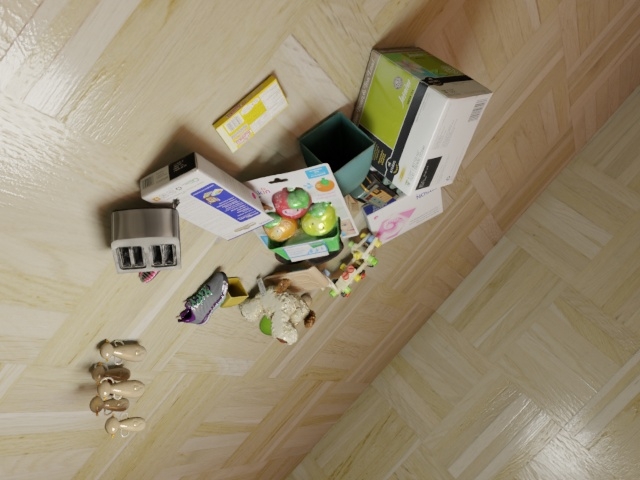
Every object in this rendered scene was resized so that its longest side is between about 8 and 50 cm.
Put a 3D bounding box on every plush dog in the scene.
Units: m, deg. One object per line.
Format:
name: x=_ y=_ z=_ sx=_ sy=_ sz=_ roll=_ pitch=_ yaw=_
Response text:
plush dog: x=-0.134 y=0.244 z=1.951 sx=0.211 sy=0.262 sz=0.225 roll=-64 pitch=155 yaw=1

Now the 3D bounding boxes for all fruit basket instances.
fruit basket: x=-0.079 y=-0.076 z=1.599 sx=0.326 sy=0.166 sz=0.353 roll=-11 pitch=149 yaw=13

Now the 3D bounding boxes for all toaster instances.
toaster: x=-0.436 y=-0.002 z=1.331 sx=0.167 sy=0.110 sz=0.186 roll=-4 pitch=142 yaw=-16

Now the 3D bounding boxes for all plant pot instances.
plant pot: x=-0.313 y=0.186 z=1.799 sx=0.081 sy=0.081 sz=0.083 roll=-1 pitch=140 yaw=-50
plant pot: x=0.057 y=-0.241 z=1.662 sx=0.165 sy=0.166 sz=0.234 roll=-38 pitch=156 yaw=-13

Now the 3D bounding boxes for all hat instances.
hat: x=0.000 y=0.000 z=1.901 sx=0.331 sy=0.134 sz=0.331 roll=-30 pitch=145 yaw=-24

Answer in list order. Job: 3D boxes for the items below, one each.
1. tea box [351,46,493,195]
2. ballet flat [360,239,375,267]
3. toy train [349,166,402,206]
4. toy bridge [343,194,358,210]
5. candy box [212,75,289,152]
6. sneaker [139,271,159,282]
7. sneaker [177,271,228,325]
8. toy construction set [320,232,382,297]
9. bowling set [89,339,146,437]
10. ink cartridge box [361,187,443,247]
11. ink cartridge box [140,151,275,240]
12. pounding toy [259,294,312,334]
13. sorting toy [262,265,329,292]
tea box: x=0.286 y=-0.372 z=1.617 sx=0.219 sy=0.323 sz=0.329 roll=-19 pitch=141 yaw=-36
ballet flat: x=0.215 y=0.057 z=2.292 sx=0.070 sy=0.070 sz=0.188 roll=-37 pitch=148 yaw=-15
toy train: x=0.209 y=-0.212 z=1.892 sx=0.190 sy=0.142 sz=0.334 roll=-39 pitch=161 yaw=15
toy bridge: x=0.089 y=-0.138 z=1.912 sx=0.188 sy=0.026 sz=0.063 roll=-4 pitch=89 yaw=-62
candy box: x=-0.181 y=-0.333 z=1.392 sx=0.206 sy=0.027 sz=0.105 roll=-42 pitch=152 yaw=-6
sneaker: x=-0.470 y=0.078 z=1.519 sx=0.119 sy=0.047 sz=0.057 roll=-46 pitch=161 yaw=4
sneaker: x=-0.383 y=0.195 z=1.721 sx=0.098 sy=0.083 sz=0.224 roll=7 pitch=123 yaw=-47
toy construction set: x=0.111 y=0.117 z=2.151 sx=0.327 sy=0.151 sz=0.215 roll=-34 pitch=159 yaw=-11
bowling set: x=-0.657 y=0.468 z=1.628 sx=0.199 sy=0.287 sz=0.154 roll=-23 pitch=154 yaw=31
ink cartridge box: x=0.352 y=-0.103 z=2.179 sx=0.324 sy=0.071 sz=0.330 roll=-28 pitch=144 yaw=0
ink cartridge box: x=-0.290 y=-0.105 z=1.423 sx=0.175 sy=0.069 sz=0.371 roll=-22 pitch=152 yaw=18
pounding toy: x=-0.126 y=0.337 z=2.167 sx=0.236 sy=0.110 sz=0.183 roll=-19 pitch=140 yaw=-37
sorting toy: x=-0.091 y=0.152 z=1.996 sx=0.208 sy=0.038 sz=0.193 roll=-16 pitch=152 yaw=14
